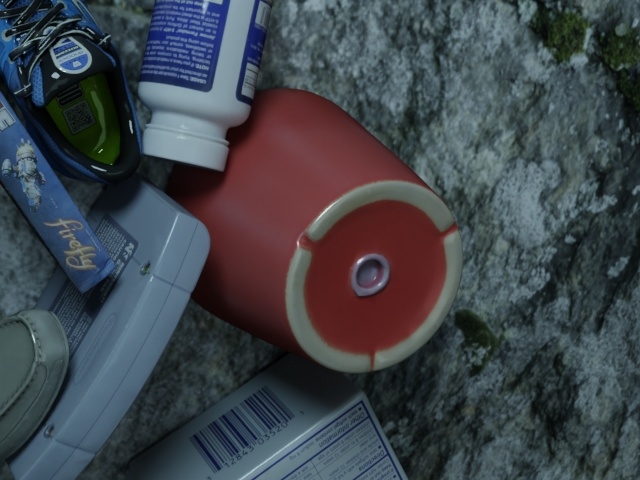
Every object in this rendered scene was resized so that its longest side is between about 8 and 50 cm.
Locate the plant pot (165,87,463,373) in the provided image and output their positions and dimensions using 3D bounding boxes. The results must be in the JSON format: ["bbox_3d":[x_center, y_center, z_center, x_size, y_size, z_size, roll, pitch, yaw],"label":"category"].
[{"bbox_3d":[0.000,0.000,1.044,0.274,0.243,0.275,-9,112,-25],"label":"plant pot"}]

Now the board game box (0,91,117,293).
[{"bbox_3d":[-0.280,-0.080,0.909,0.042,0.165,0.243,-35,121,-13],"label":"board game box"}]

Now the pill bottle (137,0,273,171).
[{"bbox_3d":[-0.115,-0.166,0.980,0.112,0.112,0.187,12,91,-31],"label":"pill bottle"}]

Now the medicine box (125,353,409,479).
[{"bbox_3d":[-0.036,0.321,1.197,0.263,0.149,0.289,-34,121,-14],"label":"medicine box"}]

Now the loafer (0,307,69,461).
[{"bbox_3d":[-0.358,0.172,0.931,0.319,0.112,0.111,-42,152,17],"label":"loafer"}]

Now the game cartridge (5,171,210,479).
[{"bbox_3d":[-0.219,0.085,0.985,0.060,0.196,0.294,29,93,-32],"label":"game cartridge"}]

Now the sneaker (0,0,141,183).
[{"bbox_3d":[-0.242,-0.190,0.896,0.129,0.147,0.330,-38,122,-18],"label":"sneaker"}]
